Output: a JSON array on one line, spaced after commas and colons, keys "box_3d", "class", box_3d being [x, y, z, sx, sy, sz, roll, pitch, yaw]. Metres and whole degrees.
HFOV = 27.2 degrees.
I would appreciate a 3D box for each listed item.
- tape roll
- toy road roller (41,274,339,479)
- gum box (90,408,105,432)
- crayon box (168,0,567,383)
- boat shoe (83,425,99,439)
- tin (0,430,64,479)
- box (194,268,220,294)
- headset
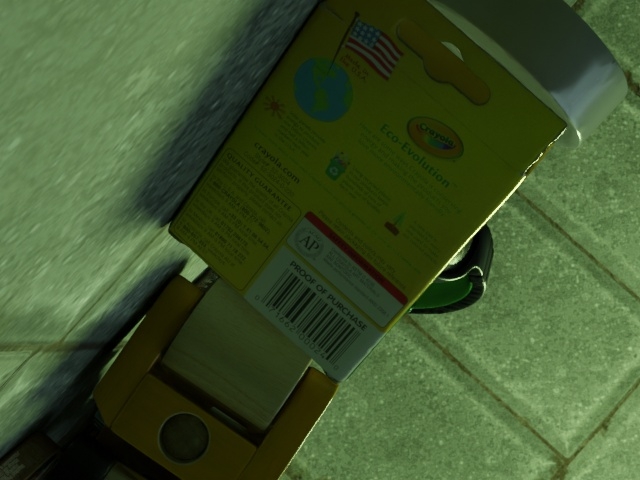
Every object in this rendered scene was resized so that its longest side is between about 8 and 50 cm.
[{"box_3d": [0.193, -0.188, 1.294, 0.072, 0.219, 0.219, -47, 176, -1], "class": "tape roll"}, {"box_3d": [-0.142, 0.208, 1.421, 0.330, 0.202, 0.240, -56, 179, 0], "class": "toy road roller"}, {"box_3d": [-0.198, 0.152, 1.616, 0.157, 0.041, 0.184, -45, 174, -35], "class": "gum box"}, {"box_3d": [0.038, -0.058, 1.048, 0.318, 0.202, 0.081, -51, 175, 37], "class": "crayon box"}, {"box_3d": [-0.313, 0.326, 1.634, 0.324, 0.122, 0.120, -55, 176, -43], "class": "boat shoe"}, {"box_3d": [-0.331, 0.261, 1.329, 0.106, 0.040, 0.189, -46, 178, 38], "class": "tin"}, {"box_3d": [-0.112, 0.074, 1.551, 0.137, 0.027, 0.094, -45, 139, -34], "class": "box"}, {"box_3d": [0.035, -0.004, 1.353, 0.394, 0.243, 0.185, 60, 41, -56], "class": "headset"}]
